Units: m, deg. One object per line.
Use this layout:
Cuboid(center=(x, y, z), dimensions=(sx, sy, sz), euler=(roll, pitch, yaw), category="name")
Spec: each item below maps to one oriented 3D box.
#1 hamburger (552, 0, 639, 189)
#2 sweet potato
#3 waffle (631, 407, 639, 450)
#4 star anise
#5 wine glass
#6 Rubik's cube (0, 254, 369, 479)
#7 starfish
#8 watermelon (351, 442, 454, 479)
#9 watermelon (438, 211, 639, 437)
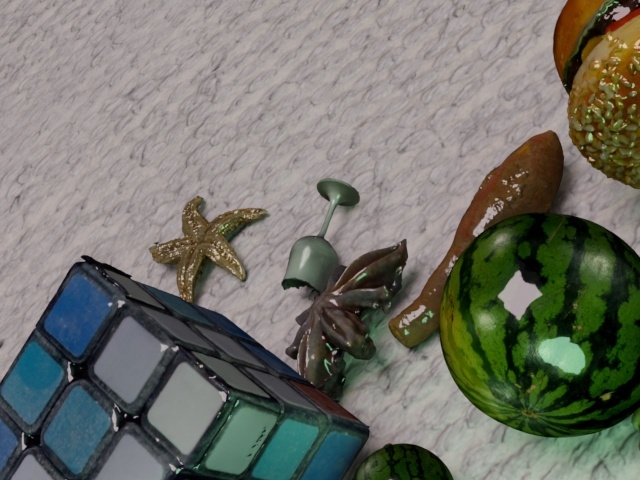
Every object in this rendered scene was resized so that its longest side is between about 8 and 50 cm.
Cuboid(center=(0.479, -0.224, 1.735), dimensions=(0.330, 0.330, 0.250), euler=(-27, 43, 16), category="hamburger")
Cuboid(center=(0.239, -0.001, 1.895), dimensions=(0.385, 0.109, 0.109), euler=(-53, 43, -7), category="sweet potato")
Cuboid(center=(0.480, 0.202, 1.574), dimensions=(0.223, 0.054, 0.204), euler=(-14, 48, 31), category="waffle")
Cuboid(center=(0.037, 0.126, 1.931), dimensions=(0.198, 0.110, 0.257), euler=(-33, 26, 38), category="star anise")
Cuboid(center=(0.000, 0.000, 2.087), dimensions=(0.079, 0.079, 0.195), euler=(-1, 55, 36), category="wine glass")
Cuboid(center=(-0.213, 0.282, 1.748), dimensions=(0.362, 0.363, 0.359), euler=(32, 91, 36), category="Rubik's cube")
Cuboid(center=(-0.197, 0.010, 2.259), dimensions=(0.236, 0.062, 0.277), euler=(-16, 44, 19), category="starfish")
Cuboid(center=(0.103, 0.323, 1.699), dimensions=(0.140, 0.141, 0.187), euler=(-32, 37, 12), category="watermelon")
Cuboid(center=(0.285, 0.104, 1.633), dimensions=(0.285, 0.285, 0.285), euler=(-20, 46, 23), category="watermelon")
